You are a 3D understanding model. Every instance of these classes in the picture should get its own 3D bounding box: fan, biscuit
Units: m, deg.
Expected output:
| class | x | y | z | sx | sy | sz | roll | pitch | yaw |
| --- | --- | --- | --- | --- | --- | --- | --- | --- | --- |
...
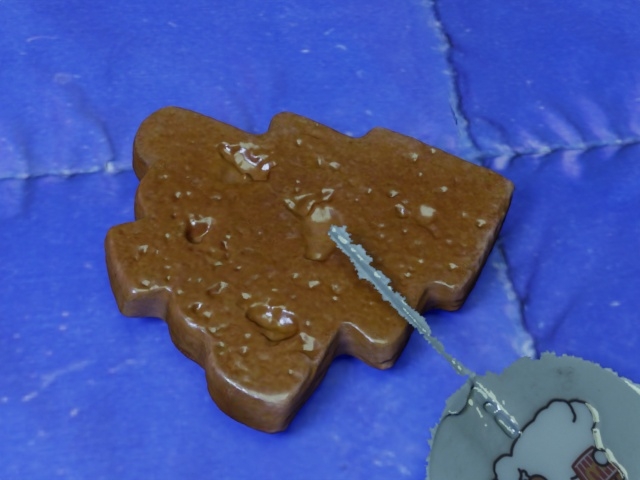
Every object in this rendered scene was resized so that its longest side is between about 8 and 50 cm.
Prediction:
| class | x | y | z | sx | sy | sz | roll | pitch | yaw |
| --- | --- | --- | --- | --- | --- | --- | --- | --- | --- |
| fan | 0.112 | 0.108 | 0.770 | 0.191 | 0.009 | 0.329 | -35 | 73 | -29 |
| biscuit | 0.000 | 0.000 | 0.855 | 0.306 | 0.043 | 0.284 | -10 | 53 | -15 |
